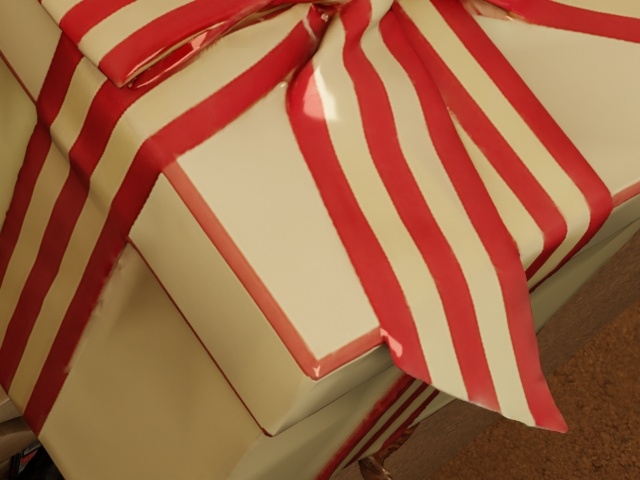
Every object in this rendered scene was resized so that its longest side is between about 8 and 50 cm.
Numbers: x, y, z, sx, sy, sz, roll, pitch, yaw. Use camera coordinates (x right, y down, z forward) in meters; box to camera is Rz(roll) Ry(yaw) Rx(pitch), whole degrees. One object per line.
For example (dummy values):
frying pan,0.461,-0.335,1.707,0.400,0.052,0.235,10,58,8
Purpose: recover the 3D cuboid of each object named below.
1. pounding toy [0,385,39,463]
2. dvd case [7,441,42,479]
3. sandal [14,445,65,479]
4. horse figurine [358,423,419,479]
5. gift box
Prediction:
pounding toy,-0.229,0.145,0.859,0.269,0.155,0.154,-31,161,-23
dvd case,-0.208,0.160,1.267,0.087,0.013,0.119,-30,164,-24
sandal,-0.154,0.189,0.993,0.167,0.107,0.446,-51,-177,19
horse figurine,0.011,-0.001,0.842,0.066,0.263,0.174,-16,176,40
gift box,0.007,-0.033,0.614,0.255,0.276,0.258,-33,166,-33
